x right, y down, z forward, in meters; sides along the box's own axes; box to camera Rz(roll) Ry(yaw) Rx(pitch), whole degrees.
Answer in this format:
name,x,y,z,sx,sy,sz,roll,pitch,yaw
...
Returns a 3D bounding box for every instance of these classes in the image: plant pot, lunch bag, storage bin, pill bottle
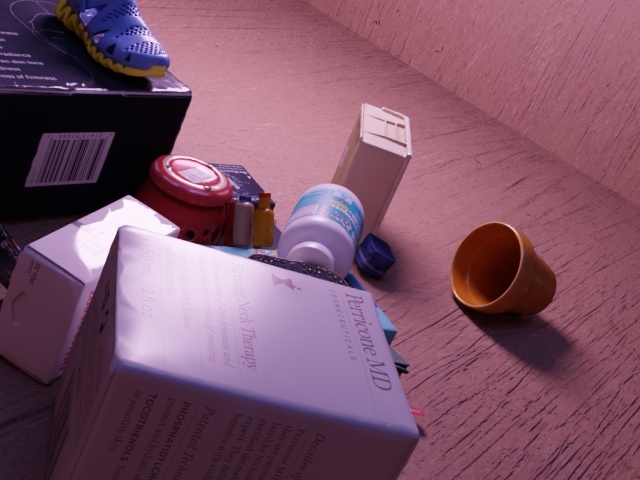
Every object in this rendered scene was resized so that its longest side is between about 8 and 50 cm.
name,x,y,z,sx,sy,sz,roll,pitch,yaw
plant pot,-0.276,-0.065,2.016,0.191,0.174,0.191,18,25,-9
plant pot,0.432,0.085,2.347,0.188,0.205,0.205,26,21,-38
lunch bag,0.118,0.040,2.282,0.067,0.065,0.098,31,21,-23
storage bin,0.106,-0.155,2.410,0.123,0.262,0.260,19,27,-6
pill bottle,0.000,0.000,1.979,0.146,0.146,0.264,24,26,-2

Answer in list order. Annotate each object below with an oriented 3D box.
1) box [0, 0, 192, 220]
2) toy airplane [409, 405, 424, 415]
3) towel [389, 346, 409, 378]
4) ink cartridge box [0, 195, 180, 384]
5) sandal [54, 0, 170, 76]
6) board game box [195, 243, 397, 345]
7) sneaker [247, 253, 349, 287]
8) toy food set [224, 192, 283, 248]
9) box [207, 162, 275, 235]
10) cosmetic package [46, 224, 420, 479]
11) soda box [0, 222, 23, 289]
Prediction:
name,x,y,z,sx,sy,sz,roll,pitch,yaw
box,-0.601,-0.289,2.007,0.480,0.297,0.472,-8,43,-49
toy airplane,0.112,0.282,1.864,0.151,0.028,0.151,21,26,-11
towel,-0.062,0.143,1.701,0.370,0.040,0.271,15,8,-16
ink cartridge box,-0.368,0.074,1.634,0.117,0.207,0.283,32,27,10
sandal,-0.392,-0.420,1.959,0.317,0.138,0.126,42,28,28
board game box,-0.058,0.119,1.963,0.336,0.079,0.254,5,32,-35
sneaker,-0.049,0.082,1.847,0.192,0.086,0.064,16,55,-5
toy food set,-0.133,-0.038,2.072,0.111,0.104,0.232,3,-2,4
box,-0.208,-0.088,2.206,0.156,0.093,0.158,0,36,-41
cosmetic package,-0.138,0.235,1.399,0.394,0.327,0.329,16,27,-19
soda box,-0.493,0.041,1.644,0.053,0.169,0.060,-33,51,-10
